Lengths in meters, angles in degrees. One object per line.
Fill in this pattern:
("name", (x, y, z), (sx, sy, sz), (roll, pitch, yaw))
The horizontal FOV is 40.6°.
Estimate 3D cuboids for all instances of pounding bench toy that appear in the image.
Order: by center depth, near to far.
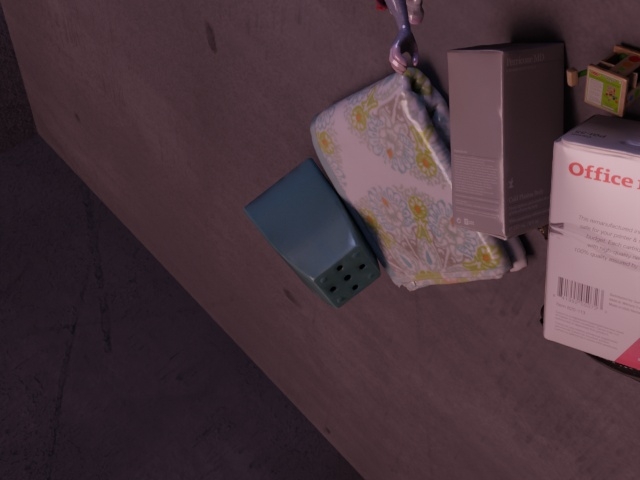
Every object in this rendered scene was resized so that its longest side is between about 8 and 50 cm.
("pounding bench toy", (0.343, -0.197, 1.026), (0.083, 0.065, 0.052), (33, 149, 36))

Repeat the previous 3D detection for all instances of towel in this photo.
("towel", (0.156, -0.088, 1.460), (0.375, 0.090, 0.320), (58, 152, -10))

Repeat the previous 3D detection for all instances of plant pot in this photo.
("plant pot", (0.000, 0.000, 1.616), (0.166, 0.165, 0.234), (51, -179, -44))

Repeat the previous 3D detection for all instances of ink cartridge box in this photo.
("ink cartridge box", (0.393, 0.008, 1.046), (0.207, 0.117, 0.283), (18, 126, 36))

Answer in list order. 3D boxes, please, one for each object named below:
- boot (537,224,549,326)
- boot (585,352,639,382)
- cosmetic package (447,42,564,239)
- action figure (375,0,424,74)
("boot", (0.345, -0.007, 1.245), (0.229, 0.091, 0.263), (51, 144, 8))
("boot", (0.513, 0.227, 1.219), (0.338, 0.118, 0.223), (29, 152, 52))
("cosmetic package", (0.243, -0.136, 1.128), (0.107, 0.127, 0.238), (20, 120, 50))
("action figure", (0.126, -0.375, 0.968), (0.276, 0.248, 0.370), (53, 152, 3))
